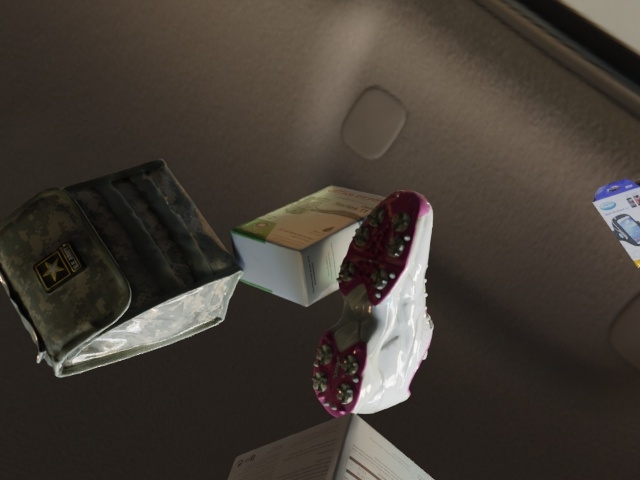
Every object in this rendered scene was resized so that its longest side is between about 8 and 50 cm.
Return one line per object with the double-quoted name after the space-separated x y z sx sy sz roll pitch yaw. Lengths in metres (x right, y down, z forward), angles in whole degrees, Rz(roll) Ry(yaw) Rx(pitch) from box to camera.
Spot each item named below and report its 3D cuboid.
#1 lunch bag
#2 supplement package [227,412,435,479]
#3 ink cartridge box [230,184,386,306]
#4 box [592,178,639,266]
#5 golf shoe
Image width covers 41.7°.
-0.299 0.039 1.190 0.287 0.169 0.235 -22 -117 -34 "lunch bag"
0.001 0.364 0.884 0.198 0.199 0.262 43 -139 -21 "supplement package"
0.000 0.000 1.212 0.153 0.086 0.208 16 -148 43 "ink cartridge box"
0.431 -0.030 1.133 0.136 0.081 0.028 53 -128 -13 "box"
0.091 0.085 1.097 0.140 0.115 0.306 11 -77 -37 "golf shoe"
